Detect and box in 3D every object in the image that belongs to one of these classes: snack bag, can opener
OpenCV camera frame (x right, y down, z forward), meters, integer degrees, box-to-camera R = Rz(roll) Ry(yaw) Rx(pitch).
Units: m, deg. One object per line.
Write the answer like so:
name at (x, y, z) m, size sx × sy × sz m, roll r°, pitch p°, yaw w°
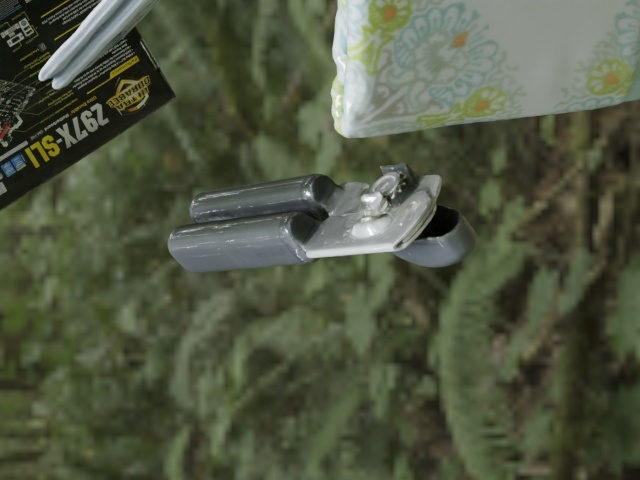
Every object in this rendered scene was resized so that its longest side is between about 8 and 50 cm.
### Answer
snack bag at (-0.134, -0.296, 1.920) m, size 0.342 × 0.037 × 0.323 m, roll -43°, pitch 7°, yaw 12°
can opener at (0.000, 0.000, 1.501) m, size 0.283 × 0.095 × 0.076 m, roll -7°, pitch 44°, yaw 49°

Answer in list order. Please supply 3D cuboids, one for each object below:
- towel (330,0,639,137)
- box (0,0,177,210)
towel at (0.172, -0.279, 1.755) m, size 0.090 × 0.320 × 0.374 m, roll -115°, pitch 23°, yaw -55°
box at (-0.380, -0.205, 2.385) m, size 0.257 × 0.322 × 0.079 m, roll 60°, pitch 169°, yaw -24°
